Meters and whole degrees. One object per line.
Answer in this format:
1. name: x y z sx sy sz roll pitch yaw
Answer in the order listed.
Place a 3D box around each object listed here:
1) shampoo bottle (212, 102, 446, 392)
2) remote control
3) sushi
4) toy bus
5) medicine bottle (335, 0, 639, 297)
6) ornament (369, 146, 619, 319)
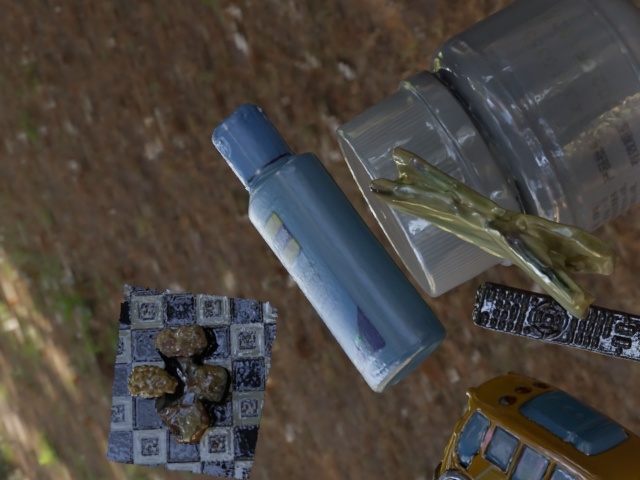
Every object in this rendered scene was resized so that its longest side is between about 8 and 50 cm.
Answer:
1. shampoo bottle: 0.000 0.000 1.101 0.258 0.061 0.104 54 149 13
2. remote control: 0.316 0.105 1.692 0.025 0.245 0.063 -119 43 -82
3. sushi: -0.156 0.162 1.534 0.040 0.193 0.210 45 -129 -79
4. toy bus: 0.208 0.208 1.186 0.209 0.126 0.136 32 124 38
5. medicine bottle: 0.194 -0.102 1.347 0.245 0.306 0.245 60 177 6
6. ornament: 0.148 -0.004 1.109 0.201 0.059 0.180 30 179 19
